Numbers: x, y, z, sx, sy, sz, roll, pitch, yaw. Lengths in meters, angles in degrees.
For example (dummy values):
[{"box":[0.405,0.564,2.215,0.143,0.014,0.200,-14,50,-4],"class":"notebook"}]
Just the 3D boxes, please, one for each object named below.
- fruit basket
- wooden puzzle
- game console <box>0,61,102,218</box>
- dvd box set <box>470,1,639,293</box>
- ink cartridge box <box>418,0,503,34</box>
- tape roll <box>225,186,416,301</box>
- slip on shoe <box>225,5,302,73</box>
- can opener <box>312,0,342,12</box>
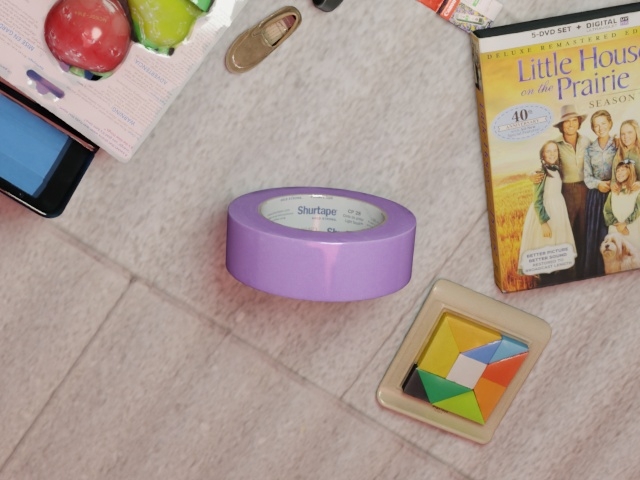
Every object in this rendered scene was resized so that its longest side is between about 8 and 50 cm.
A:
[{"box":[-0.297,-0.340,1.576,0.327,0.165,0.353,36,102,-15],"class":"fruit basket"},{"box":[0.237,0.205,1.876,0.221,0.044,0.239,22,105,-12],"class":"wooden puzzle"},{"box":[-0.424,-0.221,1.603,0.293,0.173,0.250,32,103,-15],"class":"game console"},{"box":[0.403,-0.139,1.751,0.307,0.062,0.420,-10,113,-3],"class":"dvd box set"},{"box":[0.206,-0.353,1.692,0.115,0.029,0.063,28,104,-15],"class":"ink cartridge box"},{"box":[0.000,0.000,1.662,0.274,0.275,0.090,1,109,-6],"class":"tape roll"},{"box":[-0.084,-0.294,1.678,0.135,0.041,0.051,-34,108,6],"class":"slip on shoe"},{"box":[0.046,-0.467,1.628,0.093,0.074,0.280,15,112,-46],"class":"can opener"}]
